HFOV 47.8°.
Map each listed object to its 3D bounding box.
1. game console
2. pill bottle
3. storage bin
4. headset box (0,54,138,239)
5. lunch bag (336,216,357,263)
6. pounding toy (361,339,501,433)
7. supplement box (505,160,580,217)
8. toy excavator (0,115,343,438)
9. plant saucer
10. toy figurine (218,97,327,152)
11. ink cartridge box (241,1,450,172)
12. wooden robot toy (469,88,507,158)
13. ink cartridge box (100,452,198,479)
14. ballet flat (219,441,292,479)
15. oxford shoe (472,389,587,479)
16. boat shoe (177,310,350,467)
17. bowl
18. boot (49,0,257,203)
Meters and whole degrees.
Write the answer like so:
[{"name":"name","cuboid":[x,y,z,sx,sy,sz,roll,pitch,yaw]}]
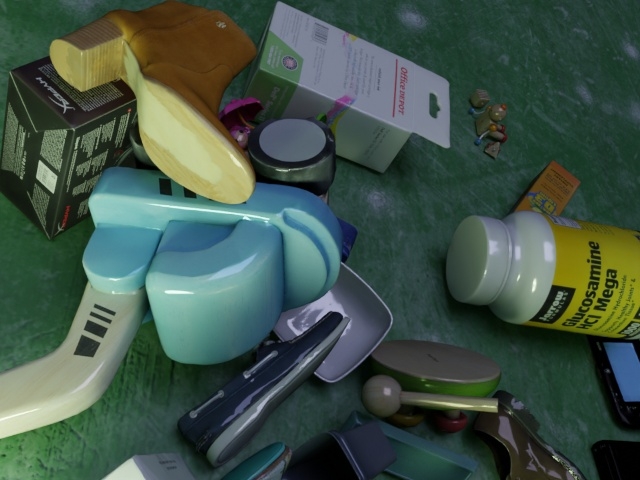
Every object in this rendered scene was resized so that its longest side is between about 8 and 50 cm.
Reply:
[{"name":"game console","cuboid":[0.523,0.293,1.197,0.213,0.044,0.361,10,52,-24]},{"name":"pill bottle","cuboid":[0.388,0.054,1.190,0.334,0.188,0.187,9,53,-15]},{"name":"storage bin","cuboid":[0.027,0.279,0.867,0.091,0.135,0.098,-12,63,-46]},{"name":"headset box","cuboid":[-0.266,-0.163,0.964,0.110,0.218,0.293,42,48,7]},{"name":"lunch bag","cuboid":[0.000,0.000,1.098,0.098,0.067,0.065,28,47,-7]},{"name":"pounding toy","cuboid":[0.147,0.219,0.982,0.183,0.110,0.237,7,8,11]},{"name":"supplement box","cuboid":[0.413,-0.059,1.376,0.078,0.080,0.233,40,49,6]},{"name":"toy excavator","cuboid":[-0.200,0.059,0.811,0.433,0.222,0.445,6,46,4]},{"name":"plant saucer","cuboid":[0.112,0.285,0.948,0.192,0.067,0.018,25,24,-12]},{"name":"toy figurine","cuboid":[-0.097,-0.156,1.154,0.159,0.130,0.173,24,71,6]},{"name":"ink cartridge box","cuboid":[0.050,-0.257,1.285,0.354,0.119,0.207,21,48,-14]},{"name":"wooden robot toy","cuboid":[0.364,-0.256,1.493,0.076,0.079,0.173,15,51,-20]},{"name":"ink cartridge box","cuboid":[-0.141,0.353,0.617,0.198,0.197,0.270,-37,77,-10]},{"name":"ballet flat","cuboid":[-0.113,0.312,0.804,0.222,0.077,0.079,-25,90,-35]},{"name":"oxford shoe","cuboid":[0.301,0.331,1.029,0.096,0.083,0.227,-39,80,-23]},{"name":"boat shoe","cuboid":[-0.065,0.167,0.903,0.079,0.095,0.254,39,67,17]},{"name":"bowl","cuboid":[0.013,0.113,1.005,0.142,0.053,0.142,-43,80,-14]},{"name":"boot","cuboid":[-0.132,-0.179,0.819,0.295,0.104,0.211,38,45,14]}]
